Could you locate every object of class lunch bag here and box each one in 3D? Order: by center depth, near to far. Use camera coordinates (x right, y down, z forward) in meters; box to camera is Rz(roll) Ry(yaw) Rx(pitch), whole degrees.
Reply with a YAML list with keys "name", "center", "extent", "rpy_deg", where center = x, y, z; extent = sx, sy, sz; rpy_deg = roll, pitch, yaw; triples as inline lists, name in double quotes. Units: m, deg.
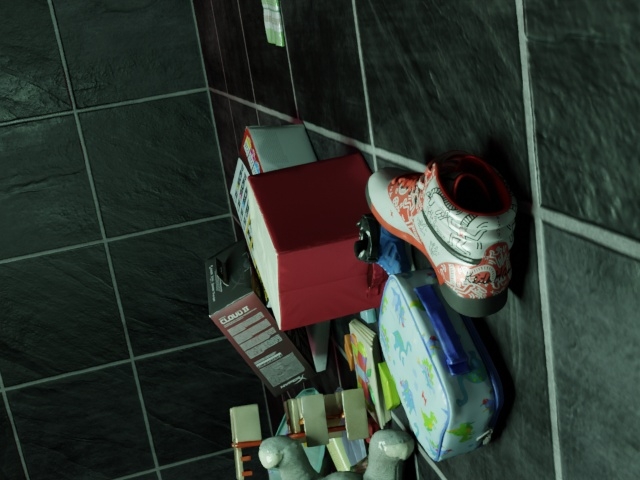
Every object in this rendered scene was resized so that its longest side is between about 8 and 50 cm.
- name: "lunch bag"
  center: [0.147, 0.150, 1.036]
  extent: [0.176, 0.090, 0.219]
  rpy_deg: [91, 162, -50]
- name: "lunch bag"
  center: [-0.036, 0.535, 2.082]
  extent: [0.262, 0.160, 0.223]
  rpy_deg: [-75, -14, -50]

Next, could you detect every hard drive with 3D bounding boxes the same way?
- name: "hard drive"
  center: [-0.030, 0.120, 1.919]
  extent: [0.353, 0.047, 0.233]
  rpy_deg: [93, 160, -52]

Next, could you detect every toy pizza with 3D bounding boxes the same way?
- name: "toy pizza"
  center: [0.074, 0.411, 1.771]
  extent: [0.201, 0.032, 0.201]
  rpy_deg: [166, 90, -77]

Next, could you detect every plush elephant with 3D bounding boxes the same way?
- name: "plush elephant"
  center: [0.021, 0.510, 1.379]
  extent: [0.255, 0.272, 0.330]
  rpy_deg: [-69, -24, -62]

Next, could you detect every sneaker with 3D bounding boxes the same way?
- name: "sneaker"
  center: [0.131, -0.051, 0.919]
  extent: [0.270, 0.090, 0.145]
  rpy_deg: [-122, 23, -48]
- name: "sneaker"
  center: [0.090, 0.028, 1.187]
  extent: [0.058, 0.085, 0.152]
  rpy_deg: [-129, 28, -64]

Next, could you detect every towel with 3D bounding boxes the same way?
- name: "towel"
  center: [-0.106, -0.485, 1.719]
  extent: [0.113, 0.023, 0.152]
  rpy_deg: [-130, 30, -67]

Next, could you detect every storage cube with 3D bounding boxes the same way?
- name: "storage cube"
  center: [0.000, 0.000, 1.317]
  extent: [0.183, 0.193, 0.215]
  rpy_deg: [90, 162, -45]

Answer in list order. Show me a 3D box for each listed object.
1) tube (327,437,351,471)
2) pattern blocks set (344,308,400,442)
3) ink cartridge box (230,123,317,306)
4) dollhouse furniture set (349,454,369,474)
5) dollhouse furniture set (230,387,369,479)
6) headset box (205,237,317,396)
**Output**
- name: "tube"
  center: [0.060, 0.511, 1.893]
  extent: [0.070, 0.062, 0.240]
  rpy_deg: [6, -122, -56]
- name: "pattern blocks set"
  center: [0.090, 0.248, 1.550]
  extent: [0.285, 0.026, 0.324]
  rpy_deg: [173, 85, -78]
- name: "ink cartridge box"
  center: [-0.078, -0.032, 1.679]
  extent: [0.272, 0.130, 0.309]
  rpy_deg: [111, 147, -48]
- name: "dollhouse furniture set"
  center: [0.060, 0.558, 1.623]
  extent: [0.197, 0.151, 0.301]
  rpy_deg: [62, 163, 17]
- name: "dollhouse furniture set"
  center: [-0.040, 0.373, 1.592]
  extent: [0.262, 0.259, 0.135]
  rpy_deg: [128, 135, -74]
- name: "headset box"
  center: [-0.137, 0.152, 1.756]
  extent: [0.293, 0.110, 0.218]
  rpy_deg: [56, -172, -31]
